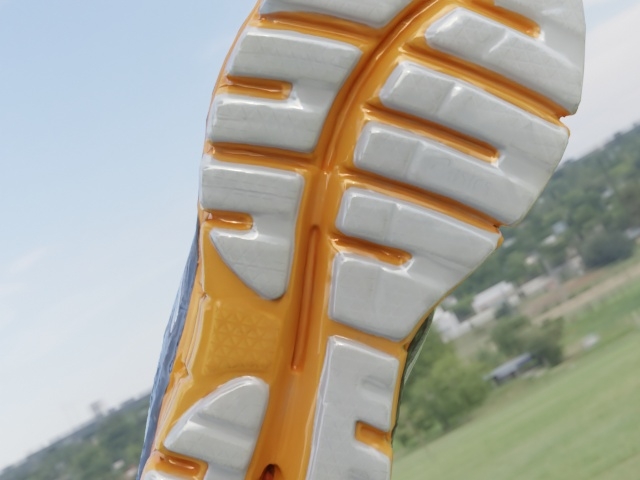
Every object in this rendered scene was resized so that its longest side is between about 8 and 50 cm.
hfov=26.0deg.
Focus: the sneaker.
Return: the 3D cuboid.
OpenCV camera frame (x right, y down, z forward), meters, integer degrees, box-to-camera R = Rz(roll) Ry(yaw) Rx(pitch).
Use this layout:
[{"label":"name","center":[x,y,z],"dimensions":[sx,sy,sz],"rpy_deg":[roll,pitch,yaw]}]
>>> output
[{"label":"sneaker","center":[0.000,0.000,0.367],"dimensions":[0.083,0.084,0.215],"rpy_deg":[-106,38,-77]}]
